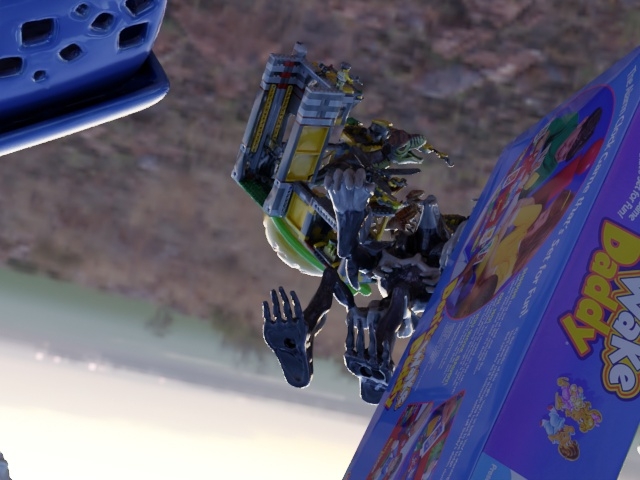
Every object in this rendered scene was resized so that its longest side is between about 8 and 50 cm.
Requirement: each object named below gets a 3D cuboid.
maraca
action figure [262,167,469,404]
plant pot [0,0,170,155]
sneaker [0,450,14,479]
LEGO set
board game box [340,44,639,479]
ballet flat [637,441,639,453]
[{"bbox_3d":[0.000,0.000,1.838,0.185,0.127,0.099,42,118,-16],"label":"maraca"},{"bbox_3d":[0.068,0.022,1.194,0.164,0.141,0.275,17,-149,19],"label":"action figure"},{"bbox_3d":[-0.266,-0.215,1.227,0.236,0.236,0.212,-21,141,-16],"label":"plant pot"},{"bbox_3d":[-0.385,0.332,1.826,0.257,0.447,0.169,-9,180,-4],"label":"sneaker"},{"bbox_3d":[0.061,-0.096,1.612,0.255,0.192,0.331,4,-150,-29],"label":"LEGO set"},{"bbox_3d":[0.136,0.051,0.899,0.078,0.347,0.233,33,154,-8],"label":"board game box"},{"bbox_3d":[0.326,0.166,1.382,0.231,0.077,0.077,53,166,0],"label":"ballet flat"}]
